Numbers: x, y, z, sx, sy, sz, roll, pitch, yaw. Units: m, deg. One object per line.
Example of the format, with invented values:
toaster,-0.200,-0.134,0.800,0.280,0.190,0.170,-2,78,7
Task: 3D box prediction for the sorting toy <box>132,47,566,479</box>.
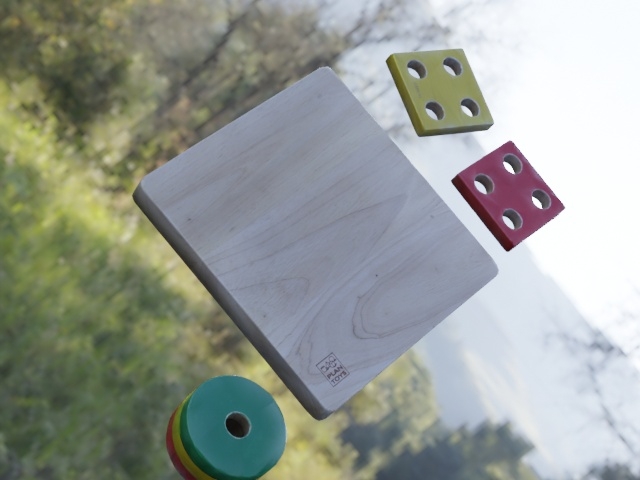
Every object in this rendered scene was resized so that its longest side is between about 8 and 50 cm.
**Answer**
sorting toy,0.000,0.000,0.740,0.132,0.274,0.046,50,-39,5
